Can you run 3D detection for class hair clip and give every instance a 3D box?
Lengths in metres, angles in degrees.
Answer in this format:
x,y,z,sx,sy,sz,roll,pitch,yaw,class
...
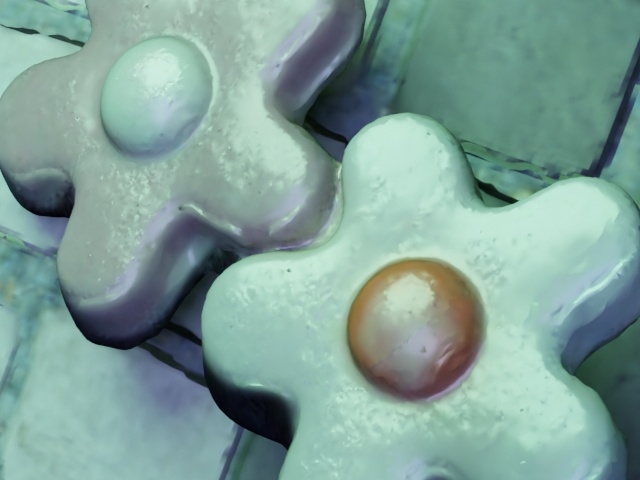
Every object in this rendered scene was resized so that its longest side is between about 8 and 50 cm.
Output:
x,y,z,sx,sy,sz,roll,pitch,yaw,class
-0.004,-0.001,0.509,0.257,0.075,0.146,44,103,22,hair clip
